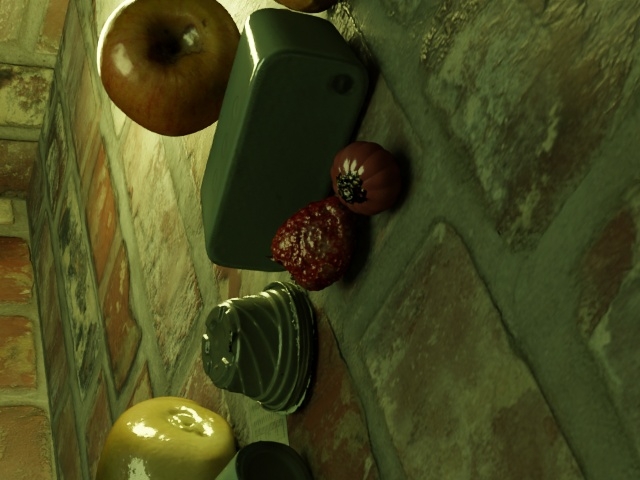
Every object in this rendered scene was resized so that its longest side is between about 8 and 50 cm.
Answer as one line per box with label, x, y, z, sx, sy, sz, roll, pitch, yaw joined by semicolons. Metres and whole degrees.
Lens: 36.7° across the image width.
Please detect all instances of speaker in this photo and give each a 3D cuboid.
speaker;-0.075;-0.161;1.555;0.184;0.183;0.406;-111;34;-49

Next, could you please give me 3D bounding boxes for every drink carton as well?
drink carton;-0.108;0.438;1.578;0.189;0.186;0.191;-49;52;33

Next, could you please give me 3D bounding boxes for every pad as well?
pad;-0.098;0.316;1.739;0.159;0.009;0.264;140;128;-57

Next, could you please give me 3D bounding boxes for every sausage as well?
sausage;-0.028;-0.424;1.578;0.238;0.098;0.098;-135;53;-65

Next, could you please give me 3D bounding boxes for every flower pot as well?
flower pot;-0.115;0.179;1.635;0.235;0.141;0.235;-15;73;60

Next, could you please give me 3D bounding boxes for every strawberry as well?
strawberry;-0.005;0.003;1.456;0.148;0.131;0.131;115;147;-52

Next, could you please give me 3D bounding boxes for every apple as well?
apple;-0.294;-0.346;1.904;0.275;0.299;0.298;129;138;-67

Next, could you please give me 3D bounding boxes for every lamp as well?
lamp;0.064;-0.087;1.354;0.108;0.092;0.107;27;134;32

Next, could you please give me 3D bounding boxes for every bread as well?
bread;-0.313;0.524;1.886;0.348;0.253;0.375;31;117;57

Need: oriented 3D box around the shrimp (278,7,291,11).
shrimp;-0.066;-0.289;1.688;0.145;0.059;0.254;-28;57;49
